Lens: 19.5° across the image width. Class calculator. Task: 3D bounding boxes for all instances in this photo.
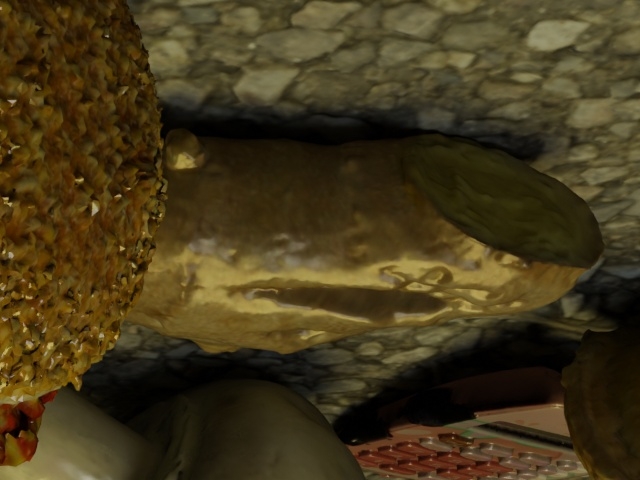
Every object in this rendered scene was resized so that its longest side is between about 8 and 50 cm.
[{"bbox_3d":[0.149,0.164,1.557,0.220,0.048,0.330,15,156,-32],"label":"calculator"}]

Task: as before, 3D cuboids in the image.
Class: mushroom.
[{"bbox_3d":[-0.145,0.217,1.445,0.336,0.314,0.314,29,143,-15],"label":"mushroom"}]

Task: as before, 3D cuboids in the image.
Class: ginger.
[{"bbox_3d":[0.000,0.000,1.158,0.354,0.126,0.190,-2,132,2],"label":"ginger"}]

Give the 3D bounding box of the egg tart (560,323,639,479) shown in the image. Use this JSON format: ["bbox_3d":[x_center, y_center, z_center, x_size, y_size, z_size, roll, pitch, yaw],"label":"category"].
[{"bbox_3d":[0.324,0.139,1.341,0.319,0.319,0.128,12,118,-28],"label":"egg tart"}]

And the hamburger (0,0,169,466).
[{"bbox_3d":[-0.178,-0.053,0.876,0.179,0.276,0.294,-4,129,21],"label":"hamburger"}]
